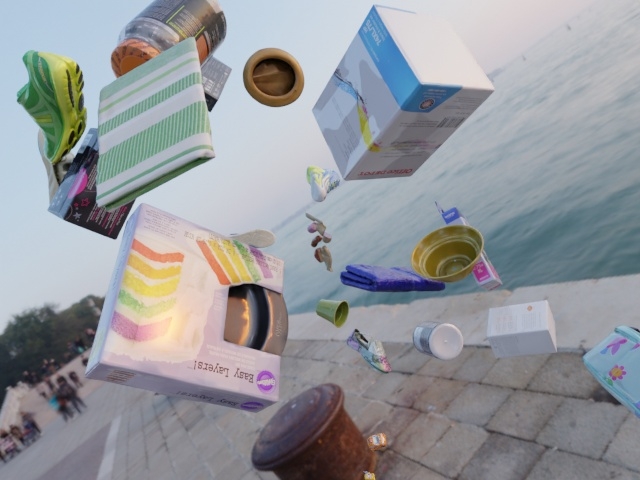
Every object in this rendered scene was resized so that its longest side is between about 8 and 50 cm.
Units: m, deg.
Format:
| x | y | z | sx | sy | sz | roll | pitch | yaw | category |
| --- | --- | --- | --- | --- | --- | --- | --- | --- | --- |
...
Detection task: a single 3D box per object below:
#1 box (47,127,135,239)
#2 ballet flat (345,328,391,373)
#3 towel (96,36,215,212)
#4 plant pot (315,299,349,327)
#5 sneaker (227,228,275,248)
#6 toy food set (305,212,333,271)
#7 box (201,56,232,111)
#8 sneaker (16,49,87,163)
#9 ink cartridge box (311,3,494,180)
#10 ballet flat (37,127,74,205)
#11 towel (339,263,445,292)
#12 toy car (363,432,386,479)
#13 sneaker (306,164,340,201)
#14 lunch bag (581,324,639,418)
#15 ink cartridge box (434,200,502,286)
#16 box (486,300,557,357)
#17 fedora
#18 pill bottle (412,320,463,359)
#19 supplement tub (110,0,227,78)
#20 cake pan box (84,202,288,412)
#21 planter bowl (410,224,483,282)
| x | y | z | sx | sy | sz | roll | pitch | yaw | category |
| --- | --- | --- | --- | --- | --- | --- | --- | --- | --- |
| -0.565 | -0.148 | 1.207 | 0.163 | 0.142 | 0.247 | 16 | 79 | 46 | box |
| 0.163 | 0.358 | 1.555 | 0.221 | 0.076 | 0.079 | 29 | 101 | 55 | ballet flat |
| -0.323 | -0.229 | 0.888 | 0.247 | 0.325 | 0.038 | -25 | -33 | 11 | towel |
| 0.031 | 0.211 | 1.398 | 0.079 | 0.083 | 0.083 | 12 | 35 | 34 | plant pot |
| -0.209 | 0.001 | 1.335 | 0.152 | 0.058 | 0.084 | -11 | 2 | -13 | sneaker |
| 0.000 | 0.000 | 0.970 | 0.019 | 0.122 | 0.078 | -28 | 38 | -27 | toy food set |
| -0.387 | -0.519 | 1.447 | 0.059 | 0.183 | 0.233 | -45 | 27 | 35 | box |
| -0.611 | -0.304 | 1.060 | 0.109 | 0.123 | 0.295 | -74 | 11 | -45 | sneaker |
| 0.148 | -0.277 | 0.928 | 0.198 | 0.197 | 0.270 | -9 | -25 | -34 | ink cartridge box |
| -0.703 | -0.194 | 1.271 | 0.086 | 0.249 | 0.086 | -6 | 8 | 1 | ballet flat |
| 0.247 | 0.127 | 1.606 | 0.308 | 0.076 | 0.227 | 3 | 2 | -32 | towel |
| 0.146 | 0.585 | 1.256 | 0.060 | 0.040 | 0.122 | -30 | 45 | 47 | toy car |
| 0.023 | -0.220 | 1.743 | 0.126 | 0.091 | 0.240 | -1 | 35 | -11 | sneaker |
| 0.559 | 0.257 | 0.712 | 0.108 | 0.224 | 0.279 | -52 | 37 | 10 | lunch bag |
| 0.480 | 0.009 | 1.507 | 0.065 | 0.311 | 0.185 | -33 | -23 | 19 | ink cartridge box |
| 0.593 | 0.263 | 1.372 | 0.170 | 0.091 | 0.130 | -15 | 26 | 32 | box |
| -0.149 | -0.498 | 1.447 | 0.194 | 0.194 | 0.079 | -36 | 11 | -14 | fedora |
| 0.424 | 0.367 | 1.738 | 0.130 | 0.130 | 0.245 | -36 | -1 | -9 | pill bottle |
| -0.386 | -0.509 | 1.200 | 0.193 | 0.193 | 0.316 | -31 | 29 | 45 | supplement tub |
| -0.171 | 0.102 | 0.678 | 0.070 | 0.266 | 0.246 | -34 | 42 | 40 | cake pan box |
| 0.383 | 0.059 | 1.372 | 0.217 | 0.090 | 0.217 | -23 | 34 | 17 | planter bowl |
